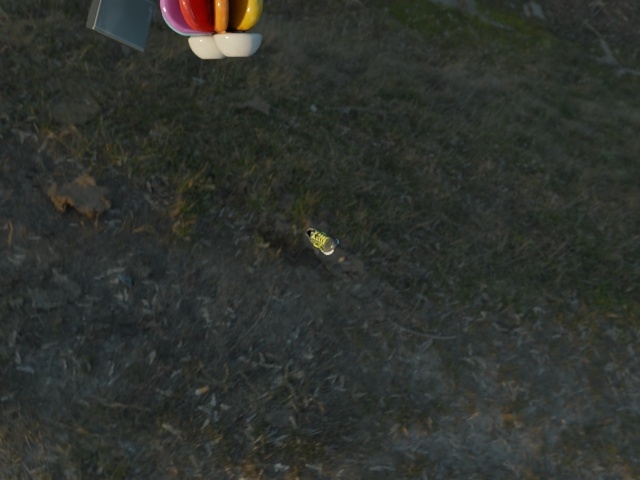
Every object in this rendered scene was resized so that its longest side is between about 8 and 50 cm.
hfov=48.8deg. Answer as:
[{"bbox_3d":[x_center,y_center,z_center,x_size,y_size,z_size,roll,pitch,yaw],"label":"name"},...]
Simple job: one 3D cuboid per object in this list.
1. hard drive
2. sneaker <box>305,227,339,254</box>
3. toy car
[{"bbox_3d":[-0.358,-0.407,1.272,0.022,0.135,0.094,16,94,24],"label":"hard drive"},{"bbox_3d":[0.000,0.000,1.189,0.035,0.083,0.031,38,81,-29],"label":"sneaker"},{"bbox_3d":[-0.177,-0.364,1.092,0.136,0.182,0.159,-13,107,-38],"label":"toy car"}]
